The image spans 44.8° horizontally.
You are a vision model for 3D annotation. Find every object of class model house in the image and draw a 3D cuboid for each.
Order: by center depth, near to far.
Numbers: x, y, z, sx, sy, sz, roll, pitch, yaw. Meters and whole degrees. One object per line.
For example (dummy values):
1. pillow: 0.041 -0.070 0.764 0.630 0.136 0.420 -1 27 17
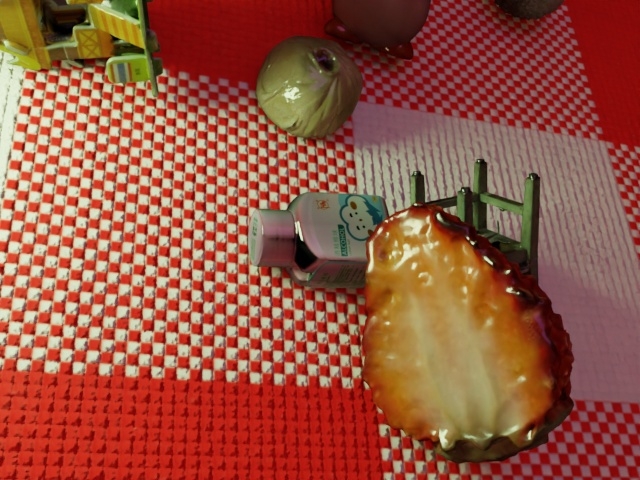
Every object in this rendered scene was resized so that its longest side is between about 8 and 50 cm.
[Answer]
1. model house: -0.375 -0.363 1.004 0.313 0.357 0.242 -9 65 -12

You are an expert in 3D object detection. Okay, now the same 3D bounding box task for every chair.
1. chair: 0.225 0.030 1.135 0.136 0.147 0.270 -14 110 -24

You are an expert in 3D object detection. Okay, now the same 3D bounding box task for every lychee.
1. lychee: 0.399 -0.500 1.464 0.165 0.165 0.197 48 34 10

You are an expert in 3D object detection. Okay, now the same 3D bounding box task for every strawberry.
1. strawberry: 0.185 0.111 0.993 0.149 0.265 0.336 -8 74 -54

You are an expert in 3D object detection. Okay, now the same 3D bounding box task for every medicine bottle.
1. medicine bottle: 0.000 0.000 1.074 0.188 0.094 0.119 2 61 -19

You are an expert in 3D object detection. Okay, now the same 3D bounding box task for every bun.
1. bun: -0.012 -0.248 1.202 0.167 0.113 0.173 -11 63 -25

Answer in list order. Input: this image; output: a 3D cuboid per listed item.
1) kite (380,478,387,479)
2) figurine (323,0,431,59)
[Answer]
1. kite: 0.098 0.450 0.897 0.234 0.016 0.321 -18 69 -28
2. figurine: 0.105 -0.409 1.306 0.173 0.173 0.173 9 59 -15
